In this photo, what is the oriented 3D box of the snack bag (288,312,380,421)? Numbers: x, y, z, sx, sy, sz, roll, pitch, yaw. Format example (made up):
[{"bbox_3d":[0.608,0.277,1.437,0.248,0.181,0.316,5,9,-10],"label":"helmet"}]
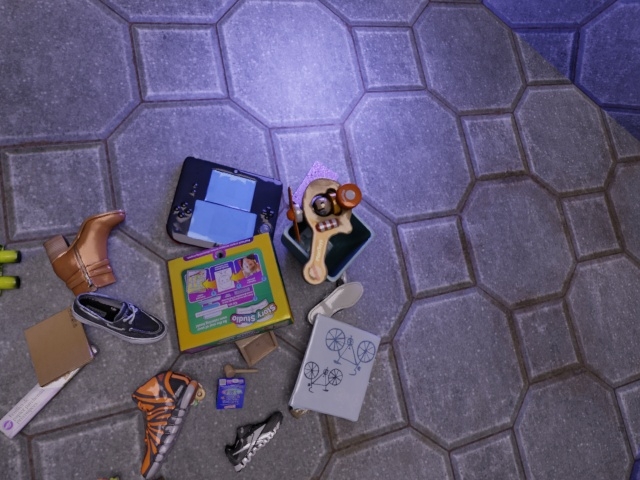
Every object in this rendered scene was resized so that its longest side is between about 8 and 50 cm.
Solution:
[{"bbox_3d":[0.064,0.477,1.544,0.322,0.037,0.343,26,73,-28],"label":"snack bag"}]

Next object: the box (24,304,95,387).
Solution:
[{"bbox_3d":[-0.816,0.325,1.301,0.164,0.021,0.201,-29,66,-13],"label":"box"}]

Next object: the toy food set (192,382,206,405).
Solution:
[{"bbox_3d":[-0.443,0.525,1.428,0.082,0.020,0.083,-39,93,-20],"label":"toy food set"}]

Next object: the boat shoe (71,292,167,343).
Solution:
[{"bbox_3d":[-0.642,0.246,1.354,0.301,0.102,0.108,27,47,-18],"label":"boat shoe"}]

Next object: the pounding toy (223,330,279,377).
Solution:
[{"bbox_3d":[-0.261,0.386,1.471,0.205,0.181,0.094,-32,47,-20],"label":"pounding toy"}]

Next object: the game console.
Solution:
[{"bbox_3d":[-0.351,-0.117,1.565,0.385,0.060,0.343,14,76,-15],"label":"game console"}]

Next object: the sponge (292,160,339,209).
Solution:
[{"bbox_3d":[-0.023,-0.213,1.700,0.117,0.031,0.210,34,72,-9],"label":"sponge"}]

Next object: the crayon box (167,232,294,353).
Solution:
[{"bbox_3d":[-0.303,0.176,1.409,0.362,0.106,0.314,-16,69,-3],"label":"crayon box"}]

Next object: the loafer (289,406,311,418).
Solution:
[{"bbox_3d":[-0.043,0.599,1.524,0.147,0.056,0.050,-24,91,-15],"label":"loafer"}]

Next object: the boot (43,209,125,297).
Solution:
[{"bbox_3d":[-0.737,0.042,1.383,0.283,0.109,0.220,-32,89,-18],"label":"boot"}]

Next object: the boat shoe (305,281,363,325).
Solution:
[{"bbox_3d":[0.053,0.243,1.609,0.254,0.079,0.095,-37,94,-18],"label":"boat shoe"}]

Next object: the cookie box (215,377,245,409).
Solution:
[{"bbox_3d":[-0.310,0.526,1.432,0.091,0.040,0.107,4,115,-17],"label":"cookie box"}]

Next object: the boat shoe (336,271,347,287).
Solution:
[{"bbox_3d":[0.073,0.117,1.657,0.040,0.049,0.142,-9,84,-18],"label":"boat shoe"}]

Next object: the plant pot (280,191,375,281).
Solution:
[{"bbox_3d":[0.000,0.000,1.548,0.248,0.252,0.247,45,70,-4],"label":"plant pot"}]

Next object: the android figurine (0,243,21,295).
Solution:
[{"bbox_3d":[-1.093,0.095,1.292,0.272,0.056,0.249,-3,80,-18],"label":"android figurine"}]

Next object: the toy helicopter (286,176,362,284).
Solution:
[{"bbox_3d":[-0.014,-0.035,1.347,0.234,0.140,0.356,12,79,-13],"label":"toy helicopter"}]

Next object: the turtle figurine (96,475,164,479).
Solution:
[{"bbox_3d":[-0.582,0.846,1.287,0.217,0.087,0.270,-11,74,-27],"label":"turtle figurine"}]

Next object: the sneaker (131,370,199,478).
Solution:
[{"bbox_3d":[-0.539,0.578,1.350,0.179,0.125,0.322,22,75,0],"label":"sneaker"}]

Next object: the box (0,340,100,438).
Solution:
[{"bbox_3d":[-0.837,0.451,1.297,0.063,0.067,0.324,42,70,-5],"label":"box"}]

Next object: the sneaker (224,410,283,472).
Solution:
[{"bbox_3d":[-0.233,0.669,1.436,0.234,0.078,0.106,-43,96,-18],"label":"sneaker"}]
